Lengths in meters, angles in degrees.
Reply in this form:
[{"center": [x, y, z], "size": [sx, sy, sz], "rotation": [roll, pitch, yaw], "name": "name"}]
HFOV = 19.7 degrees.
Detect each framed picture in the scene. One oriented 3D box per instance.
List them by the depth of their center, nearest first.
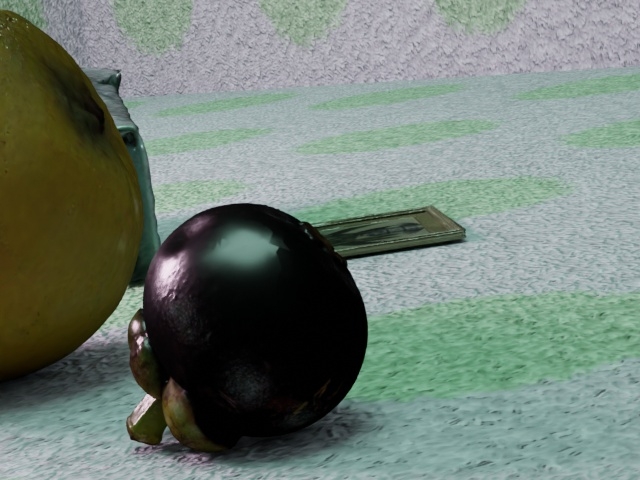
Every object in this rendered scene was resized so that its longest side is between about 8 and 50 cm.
[{"center": [0.000, 0.000, 1.589], "size": [0.231, 0.010, 0.173], "rotation": [-9, 9, -5], "name": "framed picture"}]

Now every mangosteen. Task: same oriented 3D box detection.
[{"center": [-0.048, 0.054, 0.991], "size": [0.151, 0.137, 0.137], "rotation": [-41, 6, 7], "name": "mangosteen"}]

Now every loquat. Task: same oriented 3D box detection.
[{"center": [-0.241, -0.034, 1.215], "size": [0.263, 0.263, 0.263], "rotation": [-8, 9, 1], "name": "loquat"}]

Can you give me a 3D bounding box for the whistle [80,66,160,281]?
[{"center": [-0.225, -0.061, 1.690], "size": [0.188, 0.168, 0.404], "rotation": [-17, 17, -39], "name": "whistle"}]
